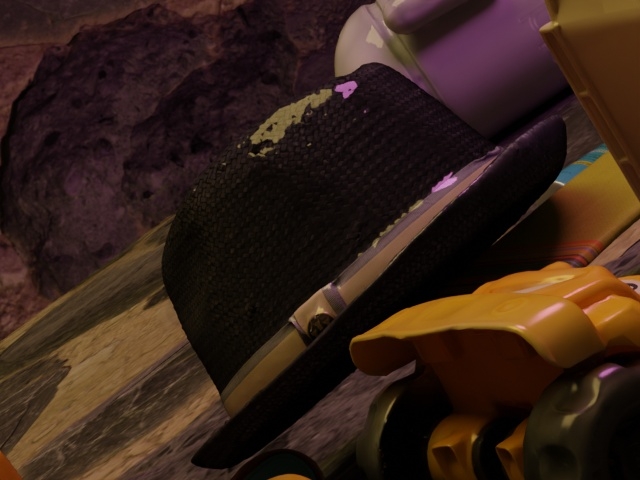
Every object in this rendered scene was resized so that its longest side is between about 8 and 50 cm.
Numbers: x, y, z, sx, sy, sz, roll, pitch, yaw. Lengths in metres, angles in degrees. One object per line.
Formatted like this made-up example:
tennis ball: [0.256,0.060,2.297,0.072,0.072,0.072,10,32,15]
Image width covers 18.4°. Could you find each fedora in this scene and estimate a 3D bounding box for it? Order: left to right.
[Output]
fedora: [0.003,-0.004,1.300,0.334,0.152,0.334,-41,-6,-6]

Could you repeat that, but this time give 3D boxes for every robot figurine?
robot figurine: [0.162,-0.214,2.142,0.353,0.200,0.300,-34,-30,7]

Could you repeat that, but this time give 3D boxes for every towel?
towel: [0.165,-0.004,1.288,0.102,0.021,0.237,-5,26,48]

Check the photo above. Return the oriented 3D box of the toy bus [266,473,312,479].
toy bus: [-0.056,0.216,1.080,0.191,0.104,0.202,-36,9,-4]

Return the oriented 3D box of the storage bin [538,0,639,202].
storage bin: [0.252,-0.056,0.795,0.123,0.260,0.262,-44,23,-27]

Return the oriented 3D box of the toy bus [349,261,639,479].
toy bus: [0.148,0.085,0.724,0.211,0.220,0.149,-32,11,-24]

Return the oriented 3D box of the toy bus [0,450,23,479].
toy bus: [-0.407,0.321,1.756,0.333,0.108,0.130,-39,12,-27]

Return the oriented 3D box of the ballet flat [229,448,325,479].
ballet flat: [-0.086,0.228,1.285,0.232,0.080,0.073,-36,-19,-20]

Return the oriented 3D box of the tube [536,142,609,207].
tube: [0.259,-0.071,1.601,0.207,0.052,0.080,-34,19,-33]
